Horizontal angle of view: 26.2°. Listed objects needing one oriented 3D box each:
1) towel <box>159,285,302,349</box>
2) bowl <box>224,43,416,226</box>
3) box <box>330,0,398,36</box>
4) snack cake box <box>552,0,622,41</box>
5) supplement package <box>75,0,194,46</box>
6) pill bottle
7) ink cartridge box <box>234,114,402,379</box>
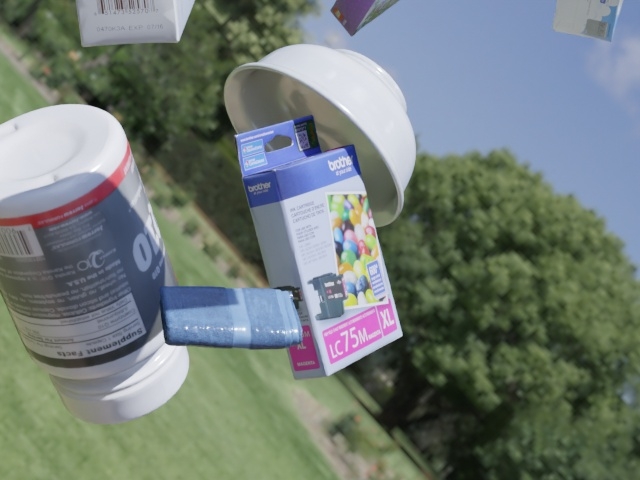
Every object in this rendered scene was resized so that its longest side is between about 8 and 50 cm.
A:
[{"bbox_3d":[-0.078,0.068,1.174,0.067,0.120,0.029,-106,-155,-51],"label":"towel"},{"bbox_3d":[0.024,-0.166,1.879,0.298,0.134,0.298,33,-24,16],"label":"bowl"},{"bbox_3d":[0.136,-0.418,1.964,0.057,0.201,0.293,51,-20,2],"label":"box"},{"bbox_3d":[0.405,-0.423,1.942,0.089,0.264,0.152,14,-41,12],"label":"snack cake box"},{"bbox_3d":[-0.195,-0.282,1.463,0.179,0.105,0.105,-85,172,-64],"label":"supplement package"},{"bbox_3d":[-0.225,0.028,1.311,0.161,0.161,0.283,45,-23,49],"label":"pill bottle"},{"bbox_3d":[0.000,0.000,1.716,0.186,0.065,0.311,-21,96,-54],"label":"ink cartridge box"}]
